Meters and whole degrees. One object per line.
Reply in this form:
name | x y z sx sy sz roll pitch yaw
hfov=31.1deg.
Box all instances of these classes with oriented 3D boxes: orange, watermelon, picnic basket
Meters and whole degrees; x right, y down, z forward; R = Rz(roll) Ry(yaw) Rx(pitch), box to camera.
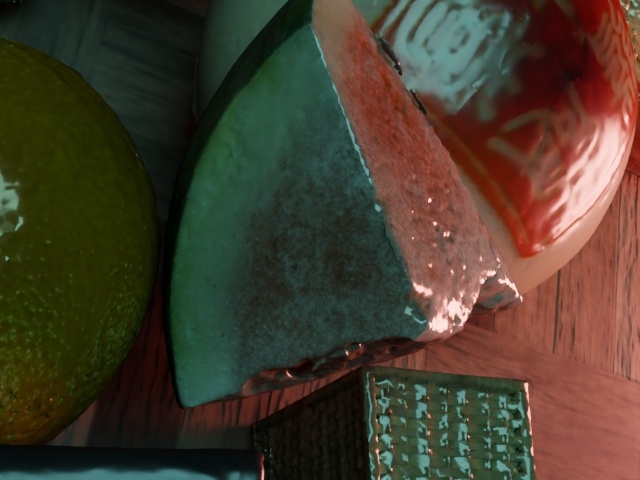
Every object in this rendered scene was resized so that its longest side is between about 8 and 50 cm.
orange | -0.232 0.008 0.700 0.274 0.274 0.274 10 66 -24
watermelon | 0.000 0.000 0.732 0.231 0.310 0.193 34 20 18
picnic basket | 0.047 0.189 0.813 0.134 0.196 0.154 10 67 -25

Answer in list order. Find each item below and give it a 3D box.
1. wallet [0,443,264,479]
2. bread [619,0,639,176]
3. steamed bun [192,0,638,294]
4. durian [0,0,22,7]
wallet | -0.249 0.160 0.626 0.406 0.228 0.062 5 63 -20
bread | 0.314 -0.167 1.142 0.244 0.123 0.190 29 61 -13
steamed bun | 0.096 -0.118 0.888 0.374 0.241 0.374 0 89 -32
durian | -0.252 -0.219 0.889 0.091 0.080 0.080 24 56 -51
